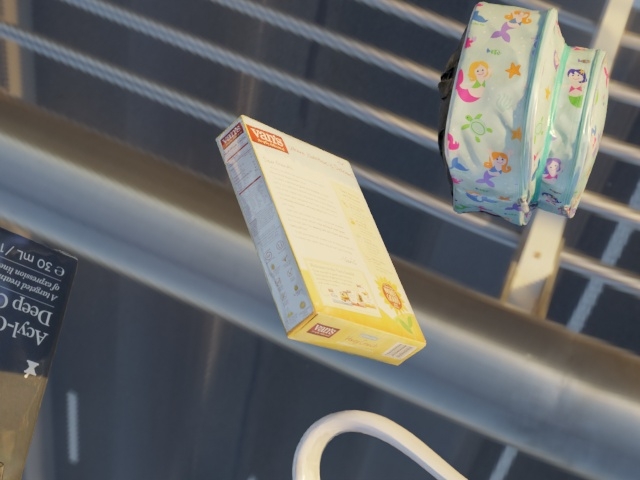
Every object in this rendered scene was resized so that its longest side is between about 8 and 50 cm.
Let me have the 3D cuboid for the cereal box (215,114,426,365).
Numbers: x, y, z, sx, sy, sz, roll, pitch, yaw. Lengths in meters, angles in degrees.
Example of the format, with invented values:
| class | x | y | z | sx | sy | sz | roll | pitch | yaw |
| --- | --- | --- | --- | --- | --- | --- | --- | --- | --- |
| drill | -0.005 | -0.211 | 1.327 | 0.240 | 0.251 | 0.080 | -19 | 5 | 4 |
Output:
| class | x | y | z | sx | sy | sz | roll | pitch | yaw |
| --- | --- | --- | --- | --- | --- | --- | --- | --- | --- |
| cereal box | 0.000 | 0.000 | 1.079 | 0.047 | 0.240 | 0.173 | -40 | 143 | 26 |

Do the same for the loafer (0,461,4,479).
| class | x | y | z | sx | sy | sz | roll | pitch | yaw |
| --- | --- | --- | --- | --- | --- | --- | --- | --- | --- |
| loafer | -0.287 | 0.144 | 0.707 | 0.170 | 0.061 | 0.062 | 28 | 178 | -28 |

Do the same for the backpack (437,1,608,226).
| class | x | y | z | sx | sy | sz | roll | pitch | yaw |
| --- | --- | --- | --- | --- | --- | --- | --- | --- | --- |
| backpack | 0.224 | -0.144 | 1.247 | 0.191 | 0.225 | 0.253 | 10 | 165 | 20 |

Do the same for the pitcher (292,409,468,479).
| class | x | y | z | sx | sy | sz | roll | pitch | yaw |
| --- | --- | --- | --- | --- | --- | --- | --- | --- | --- |
| pitcher | 0.078 | 0.174 | 0.546 | 0.207 | 0.125 | 0.177 | -4 | 86 | 27 |

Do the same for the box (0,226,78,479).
| class | x | y | z | sx | sy | sz | roll | pitch | yaw |
| --- | --- | --- | --- | --- | --- | --- | --- | --- | --- |
| box | -0.511 | 0.165 | 1.336 | 0.293 | 0.395 | 0.212 | 26 | 150 | -33 |
